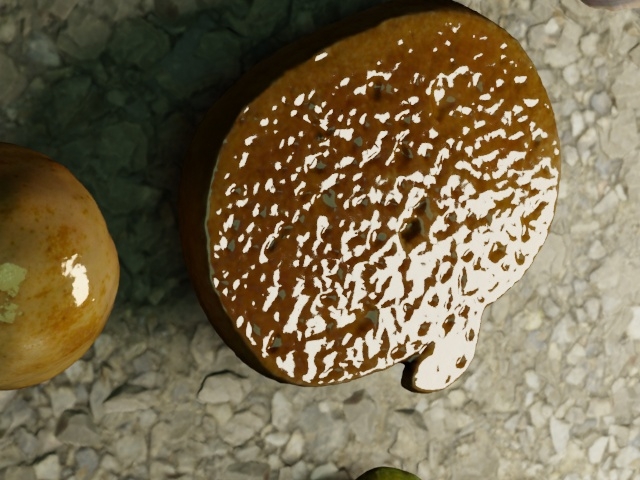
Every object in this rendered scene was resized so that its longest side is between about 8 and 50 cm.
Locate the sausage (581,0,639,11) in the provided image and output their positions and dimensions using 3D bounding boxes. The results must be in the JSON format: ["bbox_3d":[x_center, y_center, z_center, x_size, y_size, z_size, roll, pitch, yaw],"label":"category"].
[{"bbox_3d":[0.234,-0.371,1.512,0.233,0.233,0.287,-48,115,-6],"label":"sausage"}]

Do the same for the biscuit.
[{"bbox_3d":[0.053,-0.028,1.577,0.394,0.070,0.350,-22,106,-29],"label":"biscuit"}]

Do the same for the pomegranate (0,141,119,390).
[{"bbox_3d":[-0.264,0.022,1.408,0.207,0.207,0.207,-6,105,-22],"label":"pomegranate"}]

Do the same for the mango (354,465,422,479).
[{"bbox_3d":[0.072,0.326,1.671,0.151,0.120,0.221,-32,106,-17],"label":"mango"}]
